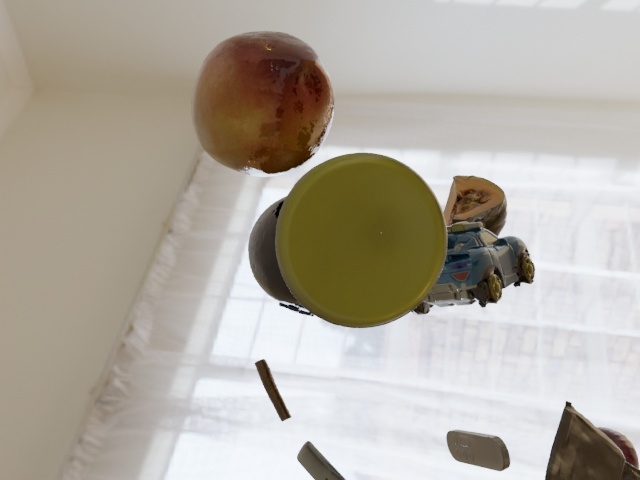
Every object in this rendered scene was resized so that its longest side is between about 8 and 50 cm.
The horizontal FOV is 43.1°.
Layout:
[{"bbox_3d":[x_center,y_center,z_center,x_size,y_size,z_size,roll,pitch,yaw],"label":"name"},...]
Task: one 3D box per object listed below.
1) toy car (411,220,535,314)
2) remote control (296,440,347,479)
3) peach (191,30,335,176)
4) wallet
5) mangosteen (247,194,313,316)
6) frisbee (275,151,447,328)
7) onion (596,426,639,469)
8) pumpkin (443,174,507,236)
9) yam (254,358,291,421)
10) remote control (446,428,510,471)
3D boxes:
[{"bbox_3d":[0.301,0.043,1.640,0.314,0.198,0.166,-18,-82,-50],"label":"toy car"},{"bbox_3d":[0.022,0.459,1.534,0.027,0.184,0.050,-8,-48,-53],"label":"remote control"},{"bbox_3d":[-0.114,-0.284,1.675,0.332,0.308,0.308,-21,55,54],"label":"peach"},{"bbox_3d":[0.547,0.474,1.488,0.041,0.323,0.247,-44,1,35],"label":"wallet"},{"bbox_3d":[0.005,0.012,1.724,0.313,0.297,0.297,-48,-2,11],"label":"mangosteen"},{"bbox_3d":[0.057,0.001,1.072,0.017,0.236,0.236,-149,63,-80],"label":"frisbee"},{"bbox_3d":[0.683,0.540,1.972,0.177,0.177,0.153,-71,-30,-59],"label":"onion"},{"bbox_3d":[0.392,-0.077,2.262,0.280,0.190,0.139,-18,-48,-37],"label":"pumpkin"},{"bbox_3d":[-0.107,0.335,1.811,0.145,0.032,0.032,63,-178,12],"label":"yam"},{"bbox_3d":[0.349,0.466,1.814,0.245,0.022,0.077,158,98,-69],"label":"remote control"}]
